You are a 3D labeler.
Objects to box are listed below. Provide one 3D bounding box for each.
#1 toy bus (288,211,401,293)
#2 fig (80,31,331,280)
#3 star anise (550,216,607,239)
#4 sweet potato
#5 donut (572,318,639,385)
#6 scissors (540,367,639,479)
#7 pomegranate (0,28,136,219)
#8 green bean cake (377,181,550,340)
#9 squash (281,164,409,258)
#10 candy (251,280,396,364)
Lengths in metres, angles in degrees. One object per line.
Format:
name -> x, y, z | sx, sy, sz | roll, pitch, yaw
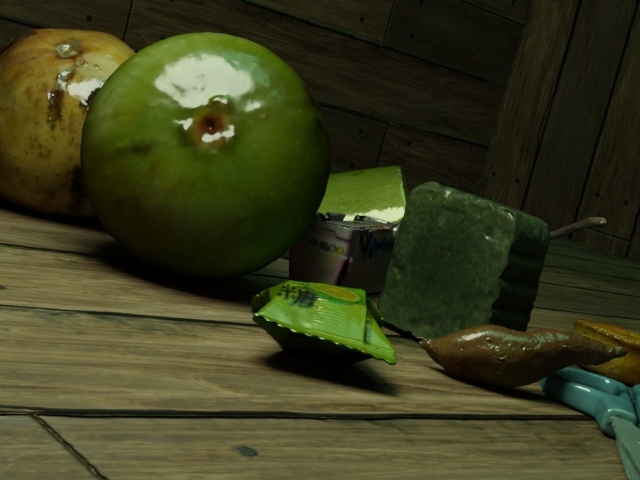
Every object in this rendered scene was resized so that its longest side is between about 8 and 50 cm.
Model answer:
toy bus -> 0.043, 0.016, 1.416 | 0.090, 0.112, 0.274 | 18, 7, 21
fig -> -0.137, -0.093, 1.260 | 0.316, 0.316, 0.316 | 14, 7, -2
star anise -> 0.239, 0.023, 1.410 | 0.218, 0.227, 0.148 | 34, 11, 38
sweet potato -> 0.213, 0.122, 1.083 | 0.226, 0.068, 0.068 | 2, 8, -2
donut -> 0.387, 0.144, 1.340 | 0.151, 0.058, 0.152 | 15, 6, -2
scissors -> 0.295, 0.183, 0.962 | 0.192, 0.029, 0.447 | 16, 7, 12
pomegranate -> -0.337, -0.159, 1.434 | 0.281, 0.281, 0.281 | 14, 7, -2
green bean cake -> 0.169, 0.039, 1.218 | 0.094, 0.184, 0.185 | 13, 6, -35
squash -> 0.000, 0.000, 1.678 | 0.308, 0.210, 0.233 | -13, 6, 7
candy -> 0.004, 0.077, 1.047 | 0.149, 0.069, 0.246 | 12, 6, -3
